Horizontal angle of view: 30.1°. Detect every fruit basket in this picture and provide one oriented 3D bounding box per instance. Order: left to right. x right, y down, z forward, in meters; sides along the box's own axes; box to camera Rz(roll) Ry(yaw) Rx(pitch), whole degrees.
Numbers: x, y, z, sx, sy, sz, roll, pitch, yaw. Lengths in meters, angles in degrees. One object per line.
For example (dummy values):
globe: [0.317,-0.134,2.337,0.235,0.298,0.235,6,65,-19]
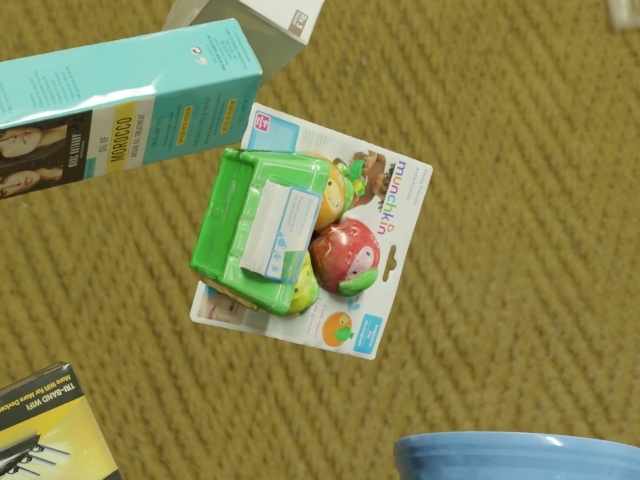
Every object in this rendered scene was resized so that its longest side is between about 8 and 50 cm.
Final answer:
fruit basket: [0.000,0.000,1.770,0.353,0.165,0.327,17,91,-30]

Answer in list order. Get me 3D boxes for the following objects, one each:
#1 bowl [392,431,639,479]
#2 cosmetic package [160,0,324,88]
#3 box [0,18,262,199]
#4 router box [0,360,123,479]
bowl: [0.303,0.357,1.804,0.391,0.391,0.077,4,73,0]
cosmetic package: [-0.131,-0.332,1.809,0.156,0.385,0.217,29,59,-16]
box: [-0.173,-0.101,0.936,0.244,0.100,0.060,-16,65,-24]
router box: [-0.462,0.351,1.737,0.309,0.081,0.243,-26,98,-22]
